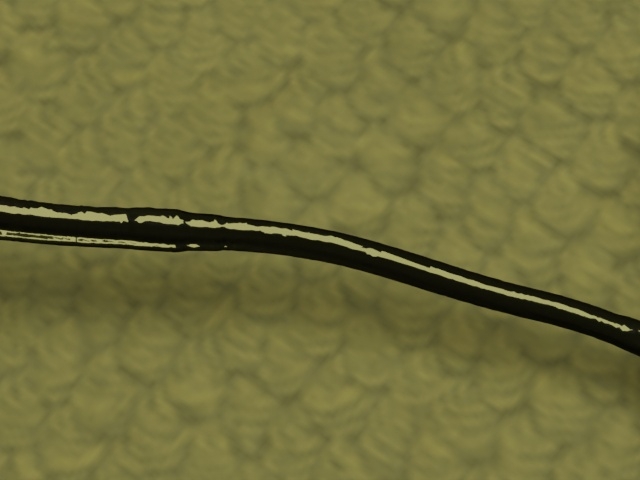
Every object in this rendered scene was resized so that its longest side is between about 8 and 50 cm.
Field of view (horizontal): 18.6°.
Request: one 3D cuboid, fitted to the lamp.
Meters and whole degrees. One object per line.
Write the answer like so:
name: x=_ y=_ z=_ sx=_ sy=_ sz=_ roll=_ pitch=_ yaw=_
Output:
lamp: x=-0.009 y=0.023 z=0.693 sx=0.371 sy=0.108 sz=0.130 roll=9 pitch=52 yaw=-7
